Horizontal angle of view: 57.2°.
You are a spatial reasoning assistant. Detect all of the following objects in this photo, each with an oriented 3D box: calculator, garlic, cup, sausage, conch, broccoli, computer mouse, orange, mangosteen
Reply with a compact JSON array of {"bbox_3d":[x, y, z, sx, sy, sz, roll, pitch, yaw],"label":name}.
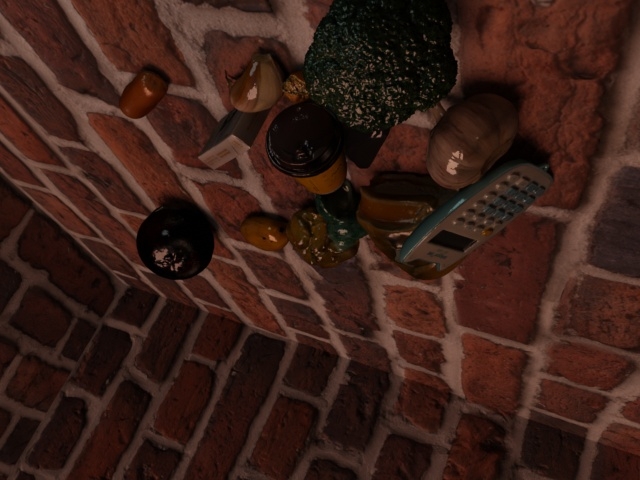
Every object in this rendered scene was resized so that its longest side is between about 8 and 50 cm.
[{"bbox_3d":[0.374,-0.061,1.386,0.386,0.054,0.256,-40,148,29],"label":"calculator"},{"bbox_3d":[-0.167,-0.368,1.448,0.128,0.115,0.207,31,159,-30],"label":"garlic"},{"bbox_3d":[-0.018,-0.222,1.503,0.196,0.196,0.279,17,171,17],"label":"cup"},{"bbox_3d":[-0.521,-0.419,1.702,0.098,0.098,0.238,36,152,-25],"label":"sausage"},{"bbox_3d":[0.288,-0.233,1.241,0.212,0.219,0.218,48,163,21],"label":"garlic"},{"bbox_3d":[0.065,-0.070,1.758,0.196,0.202,0.134,-1,161,-31],"label":"conch"},{"bbox_3d":[0.124,-0.344,1.098,0.298,0.297,0.297,13,-168,24],"label":"broccoli"},{"bbox_3d":[0.110,-0.260,1.368,0.086,0.137,0.269,21,162,-4],"label":"computer mouse"},{"bbox_3d":[-0.047,-0.362,1.392,0.062,0.086,0.086,63,154,5],"label":"orange"},{"bbox_3d":[-0.594,0.003,2.410,0.330,0.330,0.330,20,156,10],"label":"mangosteen"}]

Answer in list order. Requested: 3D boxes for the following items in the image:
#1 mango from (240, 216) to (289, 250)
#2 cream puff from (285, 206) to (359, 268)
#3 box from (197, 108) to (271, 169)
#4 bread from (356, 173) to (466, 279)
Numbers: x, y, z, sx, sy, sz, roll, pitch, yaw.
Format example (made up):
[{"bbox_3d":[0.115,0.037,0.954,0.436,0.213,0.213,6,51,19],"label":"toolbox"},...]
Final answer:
[{"bbox_3d":[-0.217,-0.022,2.203,0.157,0.109,0.262,36,156,-32],"label":"mango"},{"bbox_3d":[0.008,-0.011,1.959,0.244,0.196,0.244,-4,168,-1],"label":"cream puff"},{"bbox_3d":[-0.238,-0.296,1.616,0.067,0.149,0.233,33,155,-25],"label":"box"},{"bbox_3d":[0.265,-0.018,1.647,0.301,0.210,0.341,13,154,30],"label":"bread"}]
